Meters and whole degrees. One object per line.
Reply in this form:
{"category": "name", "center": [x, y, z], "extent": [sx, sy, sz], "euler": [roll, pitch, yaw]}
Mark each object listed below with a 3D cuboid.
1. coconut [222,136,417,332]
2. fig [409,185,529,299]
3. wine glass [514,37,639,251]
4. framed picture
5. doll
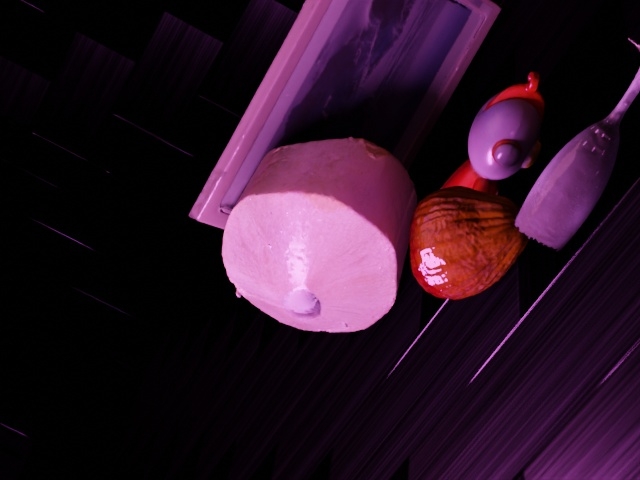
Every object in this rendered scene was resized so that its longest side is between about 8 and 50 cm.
{"category": "coconut", "center": [0.000, 0.000, 1.712], "extent": [0.239, 0.239, 0.244], "euler": [-53, 9, 40]}
{"category": "fig", "center": [0.165, -0.003, 1.368], "extent": [0.119, 0.153, 0.119], "euler": [-9, -90, -81]}
{"category": "wine glass", "center": [0.245, -0.082, 1.214], "extent": [0.198, 0.066, 0.066], "euler": [-59, 11, 16]}
{"category": "framed picture", "center": [0.042, -0.181, 1.853], "extent": [0.028, 0.326, 0.446], "euler": [38, 103, 41]}
{"category": "doll", "center": [0.181, -0.081, 1.484], "extent": [0.142, 0.076, 0.245], "euler": [-82, 18, -58]}
